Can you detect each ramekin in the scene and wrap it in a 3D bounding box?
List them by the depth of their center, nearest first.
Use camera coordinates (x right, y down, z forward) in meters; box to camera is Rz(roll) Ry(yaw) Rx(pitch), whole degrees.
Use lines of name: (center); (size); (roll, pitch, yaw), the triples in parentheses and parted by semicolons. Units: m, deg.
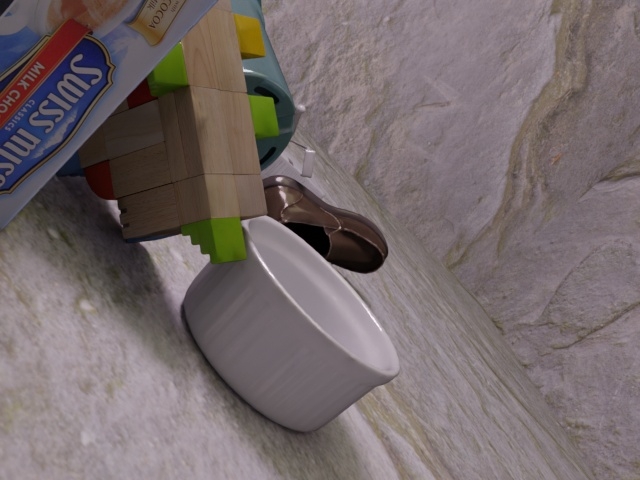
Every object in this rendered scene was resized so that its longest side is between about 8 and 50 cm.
ramekin: (-0.041, 0.107, 0.964); (0.277, 0.135, 0.277); (43, 11, -10)

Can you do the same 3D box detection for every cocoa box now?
cocoa box: (-0.287, -0.229, 0.696); (0.228, 0.347, 0.231); (37, 16, -40)

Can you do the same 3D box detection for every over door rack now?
over door rack: (-0.148, -0.241, 1.612); (0.240, 0.108, 0.324); (5, 23, -14)

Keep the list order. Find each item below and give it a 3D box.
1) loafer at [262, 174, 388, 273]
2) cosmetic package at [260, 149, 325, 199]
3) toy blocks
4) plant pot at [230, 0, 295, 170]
loafer: (0.000, 0.000, 1.602); (0.366, 0.134, 0.130); (26, 44, -34)
cosmetic package: (-0.101, -0.179, 1.910); (0.231, 0.085, 0.117); (39, 13, -27)
toy blocks: (-0.215, -0.146, 0.914); (0.191, 0.261, 0.381); (-8, 87, -55)
plant pot: (-0.214, -0.293, 1.337); (0.341, 0.341, 0.334); (33, 25, -50)
